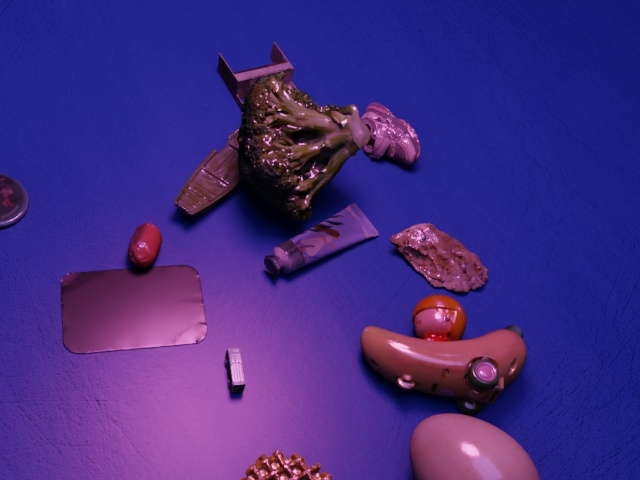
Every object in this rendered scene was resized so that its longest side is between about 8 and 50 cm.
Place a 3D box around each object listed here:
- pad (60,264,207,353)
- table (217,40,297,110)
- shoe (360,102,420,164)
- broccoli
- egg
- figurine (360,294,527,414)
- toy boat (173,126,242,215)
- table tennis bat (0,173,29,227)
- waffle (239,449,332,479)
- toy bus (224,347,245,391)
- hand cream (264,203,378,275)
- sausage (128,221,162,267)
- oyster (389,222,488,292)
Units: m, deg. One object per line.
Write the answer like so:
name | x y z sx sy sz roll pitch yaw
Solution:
pad | -0.356 0.128 1.750 0.267 0.004 0.181 -3 57 -15
table | -0.135 -0.371 2.119 0.146 0.062 0.175 -19 59 -25
shoe | 0.143 -0.233 2.071 0.092 0.089 0.180 -31 65 -31
broccoli | -0.048 -0.203 1.871 0.275 0.308 0.307 -15 48 29
egg | 0.265 0.407 1.589 0.189 0.188 0.254 -34 66 -31
figurine | 0.239 0.202 1.770 0.325 0.124 0.222 10 54 -2
toy boat | -0.212 -0.143 1.943 0.093 0.055 0.293 32 54 8
table tennis bat | -0.672 -0.101 1.819 0.201 0.033 0.124 40 54 9
waffle | -0.057 0.451 1.574 0.191 0.038 0.191 6 54 -9
toy bus | -0.158 0.239 1.698 0.031 0.037 0.083 -2 56 -15
hand cream | 0.000 0.000 1.898 0.271 0.058 0.091 -26 68 -33
sausage | -0.347 0.009 1.799 0.059 0.054 0.094 -11 45 28
oyster | 0.262 0.028 1.929 0.209 0.072 0.133 40 59 13
